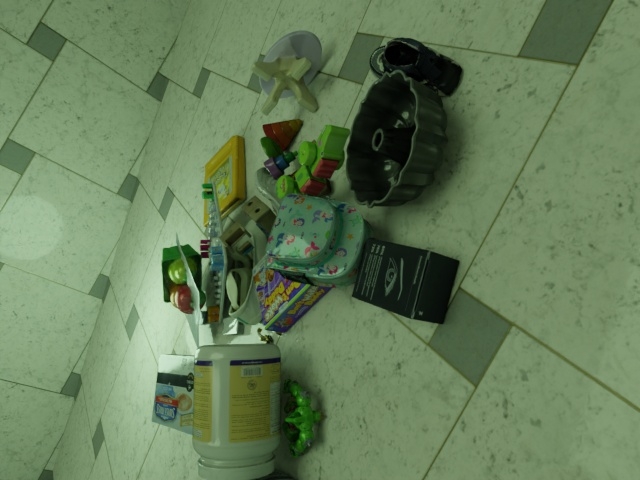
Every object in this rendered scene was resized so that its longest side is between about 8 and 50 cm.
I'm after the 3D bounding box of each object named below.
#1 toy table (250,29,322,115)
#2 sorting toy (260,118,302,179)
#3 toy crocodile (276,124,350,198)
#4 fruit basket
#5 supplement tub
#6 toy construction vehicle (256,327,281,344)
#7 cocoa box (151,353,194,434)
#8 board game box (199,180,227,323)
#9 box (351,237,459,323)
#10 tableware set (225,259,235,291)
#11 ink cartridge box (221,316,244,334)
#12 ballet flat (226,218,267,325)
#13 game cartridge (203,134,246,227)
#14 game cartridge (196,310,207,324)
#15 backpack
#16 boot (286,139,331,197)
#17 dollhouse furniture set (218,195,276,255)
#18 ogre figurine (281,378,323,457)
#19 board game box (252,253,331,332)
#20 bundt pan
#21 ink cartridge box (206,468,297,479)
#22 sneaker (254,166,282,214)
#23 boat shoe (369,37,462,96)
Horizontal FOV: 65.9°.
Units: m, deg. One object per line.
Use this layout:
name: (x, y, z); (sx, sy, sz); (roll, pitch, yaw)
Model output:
toy table: (-0.111, -0.552, 1.659); (0.274, 0.252, 0.160); (-51, 25, 44)
sorting toy: (-0.113, -0.323, 1.629); (0.126, 0.127, 0.365); (-31, 28, 14)
toy crocodile: (-0.023, -0.173, 1.354); (0.340, 0.115, 0.105); (-53, 44, 36)
fruit basket: (-0.507, 0.193, 1.914); (0.353, 0.166, 0.327); (48, 141, 39)
supplement tub: (-0.226, 0.453, 1.349); (0.241, 0.241, 0.331); (-13, 74, 50)
toy construction vehicle: (-0.167, 0.288, 1.583); (0.098, 0.035, 0.085); (46, 114, 49)
cocoa box: (-0.369, 0.493, 1.607); (0.347, 0.232, 0.227); (-14, 68, 50)
board game box: (-0.403, 0.047, 1.827); (0.389, 0.050, 0.389); (106, 154, -47)
box: (0.190, 0.089, 1.131); (0.207, 0.108, 0.153); (16, 90, 53)
tableware set: (-0.308, 0.144, 1.830); (0.169, 0.020, 0.141); (26, 98, 53)
ink cartridge box: (-0.314, 0.307, 1.773); (0.115, 0.029, 0.062); (-18, 65, 50)
ballet flat: (-0.256, 0.088, 1.689); (0.139, 0.139, 0.400); (-28, 56, 44)
game cartridge: (-0.409, -0.250, 2.076); (0.285, 0.053, 0.323); (-33, 54, 42)
game cartridge: (-0.483, 0.313, 2.001); (0.083, 0.017, 0.055); (-9, 67, 51)
backpack: (0.000, 0.000, 1.249); (0.254, 0.191, 0.225); (12, 74, 22)
boot: (-0.057, -0.212, 1.540); (0.152, 0.073, 0.197); (-16, 65, 18)
dollhouse furniture set: (-0.227, -0.028, 1.634); (0.184, 0.129, 0.129); (-42, 39, -6)
ogre figurine: (-0.057, 0.478, 1.327); (0.118, 0.097, 0.197); (-28, 44, 58)
board game box: (-0.068, 0.086, 1.491); (0.347, 0.078, 0.233); (-47, 45, 32)
bundt pan: (0.189, -0.233, 1.200); (0.331, 0.124, 0.330); (-172, 90, -66)
ink cartridge box: (-0.148, 0.685, 1.269); (0.289, 0.211, 0.121); (-6, 74, 51)
sneaker: (-0.124, -0.170, 1.659); (0.115, 0.105, 0.281); (-49, 52, 13)
boat shoe: (0.199, -0.473, 1.277); (0.340, 0.158, 0.127); (37, 107, 51)
